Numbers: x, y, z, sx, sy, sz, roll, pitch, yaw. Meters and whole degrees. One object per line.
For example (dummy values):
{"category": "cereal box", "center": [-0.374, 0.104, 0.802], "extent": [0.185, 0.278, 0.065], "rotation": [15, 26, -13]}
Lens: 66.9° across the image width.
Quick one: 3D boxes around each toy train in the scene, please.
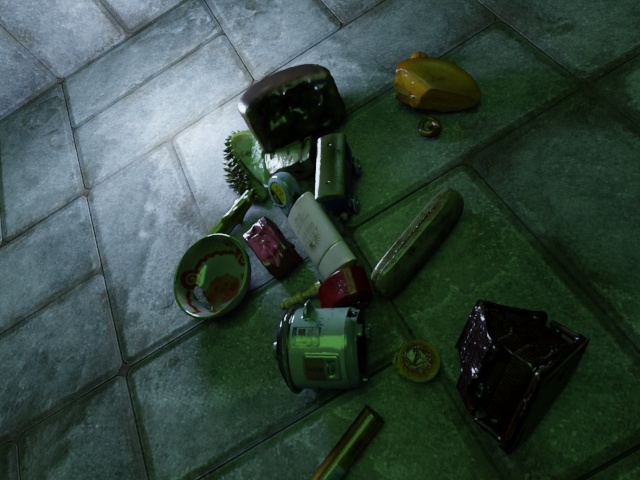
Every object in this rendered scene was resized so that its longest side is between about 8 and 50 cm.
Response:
{"category": "toy train", "center": [0.071, -0.230, 1.784], "extent": [0.131, 0.202, 0.300], "rotation": [-8, 62, 20]}

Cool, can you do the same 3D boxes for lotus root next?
{"category": "lotus root", "center": [-0.103, -0.315, 1.929], "extent": [0.235, 0.138, 0.119], "rotation": [-19, 62, 33]}

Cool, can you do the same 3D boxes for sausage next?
{"category": "sausage", "center": [0.047, 0.649, 1.403], "extent": [0.082, 0.082, 0.371], "rotation": [35, 81, 32]}

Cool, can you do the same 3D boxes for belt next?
{"category": "belt", "center": [0.081, 0.182, 1.585], "extent": [0.201, 0.128, 0.124], "rotation": [-43, 49, 36]}

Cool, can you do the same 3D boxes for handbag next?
{"category": "handbag", "center": [-0.175, 0.025, 1.780], "extent": [0.135, 0.146, 0.225], "rotation": [-41, 57, 3]}

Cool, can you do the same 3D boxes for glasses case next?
{"category": "glasses case", "center": [0.320, 0.008, 1.587], "extent": [0.098, 0.156, 0.425], "rotation": [36, 81, 33]}

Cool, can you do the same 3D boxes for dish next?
{"category": "dish", "center": [-0.381, 0.146, 1.814], "extent": [0.324, 0.124, 0.324], "rotation": [-9, 66, 22]}

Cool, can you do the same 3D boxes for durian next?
{"category": "durian", "center": [-0.309, -0.309, 2.058], "extent": [0.198, 0.163, 0.394], "rotation": [-8, 57, -29]}

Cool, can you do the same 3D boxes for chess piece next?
{"category": "chess piece", "center": [-0.064, 0.199, 1.699], "extent": [0.172, 0.060, 0.060], "rotation": [-28, 57, 8]}

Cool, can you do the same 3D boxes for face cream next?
{"category": "face cream", "center": [0.000, 0.000, 1.734], "extent": [0.348, 0.081, 0.173], "rotation": [58, 133, 33]}

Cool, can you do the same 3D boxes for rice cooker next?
{"category": "rice cooker", "center": [-0.001, 0.328, 1.479], "extent": [0.316, 0.317, 0.264], "rotation": [-10, 18, 16]}

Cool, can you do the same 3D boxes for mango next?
{"category": "mango", "center": [0.439, -0.593, 1.848], "extent": [0.350, 0.201, 0.199], "rotation": [16, 99, 19]}

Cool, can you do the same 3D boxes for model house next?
{"category": "model house", "center": [0.505, 0.344, 1.335], "extent": [0.282, 0.297, 0.317], "rotation": [32, 116, 41]}

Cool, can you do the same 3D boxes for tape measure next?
{"category": "tape measure", "center": [-0.189, -0.246, 1.883], "extent": [0.084, 0.164, 0.330], "rotation": [-27, 70, -39]}

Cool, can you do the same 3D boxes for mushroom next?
{"category": "mushroom", "center": [0.417, -0.422, 1.823], "extent": [0.088, 0.073, 0.129], "rotation": [-17, 23, -4]}

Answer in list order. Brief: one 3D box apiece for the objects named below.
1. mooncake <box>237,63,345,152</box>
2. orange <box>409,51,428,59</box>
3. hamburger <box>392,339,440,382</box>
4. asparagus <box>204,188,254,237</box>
{"category": "mooncake", "center": [-0.110, -0.543, 1.986], "extent": [0.394, 0.246, 0.393], "rotation": [3, 50, 27]}
{"category": "orange", "center": [0.408, -0.741, 2.004], "extent": [0.083, 0.070, 0.083], "rotation": [-7, 63, 13]}
{"category": "hamburger", "center": [0.289, 0.361, 1.456], "extent": [0.141, 0.081, 0.126], "rotation": [20, 73, 28]}
{"category": "asparagus", "center": [-0.372, -0.069, 1.942], "extent": [0.082, 0.085, 0.343], "rotation": [34, 81, 18]}
